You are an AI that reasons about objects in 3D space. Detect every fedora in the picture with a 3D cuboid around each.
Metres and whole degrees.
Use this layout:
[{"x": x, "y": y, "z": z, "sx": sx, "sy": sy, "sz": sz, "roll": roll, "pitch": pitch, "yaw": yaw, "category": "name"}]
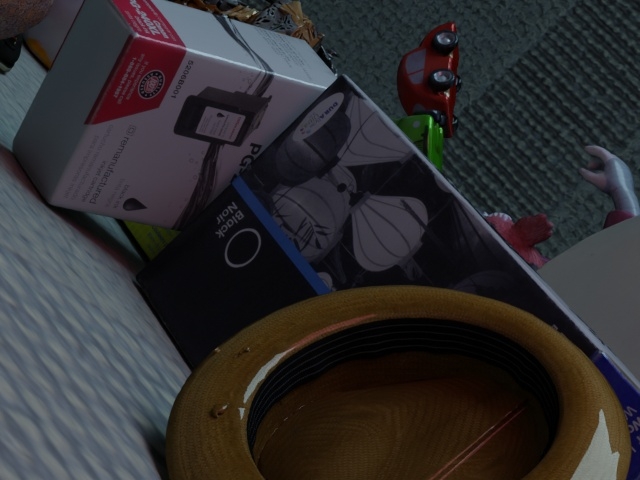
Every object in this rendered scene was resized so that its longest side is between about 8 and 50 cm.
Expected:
[{"x": 0.032, "y": 0.098, "z": 0.799, "sx": 0.194, "sy": 0.194, "sz": 0.079, "roll": 51, "pitch": -31, "yaw": 44, "category": "fedora"}]

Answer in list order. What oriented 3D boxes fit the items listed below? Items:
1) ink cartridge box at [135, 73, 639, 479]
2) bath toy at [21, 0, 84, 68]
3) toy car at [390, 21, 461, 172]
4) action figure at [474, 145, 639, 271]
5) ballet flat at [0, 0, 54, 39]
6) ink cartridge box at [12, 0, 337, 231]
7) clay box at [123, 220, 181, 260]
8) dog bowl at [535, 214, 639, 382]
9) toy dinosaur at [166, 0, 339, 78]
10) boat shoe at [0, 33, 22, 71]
[{"x": 0.041, "y": 0.065, "z": 0.944, "sx": 0.065, "sy": 0.165, "sz": 0.332, "roll": 43, "pitch": 5, "yaw": -45, "category": "ink cartridge box"}, {"x": -0.223, "y": -0.234, "z": 1.370, "sx": 0.348, "sy": 0.129, "sz": 0.151, "roll": 44, "pitch": 5, "yaw": -42, "category": "bath toy"}, {"x": 0.076, "y": -0.067, "z": 1.534, "sx": 0.225, "sy": 0.053, "sz": 0.239, "roll": 18, "pitch": 73, "yaw": -81, "category": "toy car"}, {"x": 0.133, "y": 0.081, "z": 1.414, "sx": 0.370, "sy": 0.248, "sz": 0.276, "roll": 67, "pitch": 11, "yaw": -72, "category": "action figure"}, {"x": -0.250, "y": -0.174, "z": 0.884, "sx": 0.316, "sy": 0.107, "sz": 0.106, "roll": 38, "pitch": 28, "yaw": -30, "category": "ballet flat"}, {"x": -0.075, "y": -0.066, "z": 1.058, "sx": 0.150, "sy": 0.109, "sz": 0.063, "roll": 12, "pitch": 27, "yaw": -39, "category": "ink cartridge box"}, {"x": -0.087, "y": -0.021, "z": 1.227, "sx": 0.127, "sy": 0.053, "sz": 0.222, "roll": 42, "pitch": 7, "yaw": -45, "category": "clay box"}, {"x": 0.203, "y": 0.092, "z": 0.982, "sx": 0.104, "sy": 0.265, "sz": 0.265, "roll": 65, "pitch": -6, "yaw": -30, "category": "dog bowl"}, {"x": -0.069, "y": -0.129, "z": 1.550, "sx": 0.218, "sy": 0.164, "sz": 0.322, "roll": 52, "pitch": -2, "yaw": -23, "category": "toy dinosaur"}, {"x": -0.208, "y": -0.138, "z": 1.219, "sx": 0.049, "sy": 0.042, "sz": 0.133, "roll": 45, "pitch": 3, "yaw": 3, "category": "boat shoe"}]
